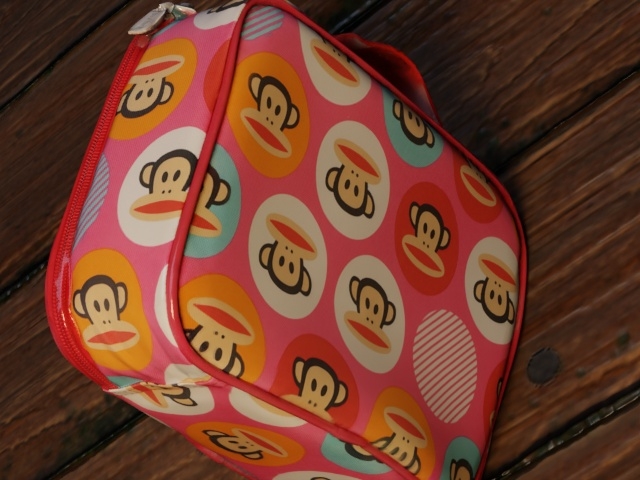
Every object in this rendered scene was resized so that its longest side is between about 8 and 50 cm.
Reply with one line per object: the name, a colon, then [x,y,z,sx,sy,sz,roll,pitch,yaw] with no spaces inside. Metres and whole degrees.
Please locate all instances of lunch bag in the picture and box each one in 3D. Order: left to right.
lunch bag: [0.000,0.000,0.958,0.120,0.293,0.258,-7,57,40]
